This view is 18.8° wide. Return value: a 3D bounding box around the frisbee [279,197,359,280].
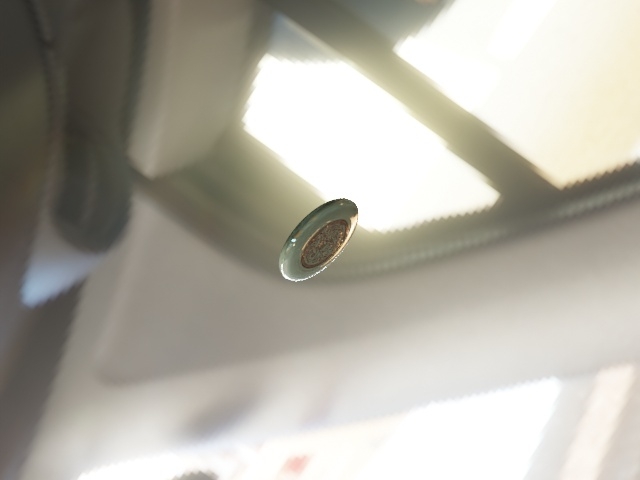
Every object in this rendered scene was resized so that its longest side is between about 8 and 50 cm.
[{"bbox_3d":[0.000,0.000,2.064,0.110,0.014,0.110,-36,152,-23],"label":"frisbee"}]
